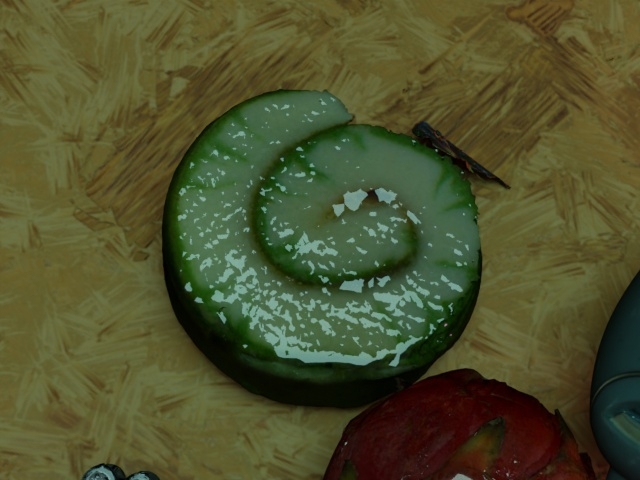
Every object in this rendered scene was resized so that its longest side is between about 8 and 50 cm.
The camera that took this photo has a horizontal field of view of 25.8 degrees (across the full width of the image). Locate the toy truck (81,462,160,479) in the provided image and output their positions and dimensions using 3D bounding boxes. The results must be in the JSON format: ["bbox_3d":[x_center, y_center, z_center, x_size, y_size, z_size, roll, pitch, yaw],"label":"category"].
[{"bbox_3d":[-0.185,0.304,1.490,0.253,0.114,0.124,12,82,-1],"label":"toy truck"}]

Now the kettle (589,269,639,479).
[{"bbox_3d":[0.401,0.167,1.491,0.247,0.319,0.342,25,39,25],"label":"kettle"}]

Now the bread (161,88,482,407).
[{"bbox_3d":[0.000,0.000,1.613,0.366,0.129,0.381,-11,70,-9],"label":"bread"}]

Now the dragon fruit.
[{"bbox_3d":[0.140,0.290,1.436,0.296,0.295,0.301,22,57,3],"label":"dragon fruit"}]

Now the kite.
[{"bbox_3d":[0.160,-0.109,1.683,0.010,0.190,0.159,-53,42,15],"label":"kite"}]
